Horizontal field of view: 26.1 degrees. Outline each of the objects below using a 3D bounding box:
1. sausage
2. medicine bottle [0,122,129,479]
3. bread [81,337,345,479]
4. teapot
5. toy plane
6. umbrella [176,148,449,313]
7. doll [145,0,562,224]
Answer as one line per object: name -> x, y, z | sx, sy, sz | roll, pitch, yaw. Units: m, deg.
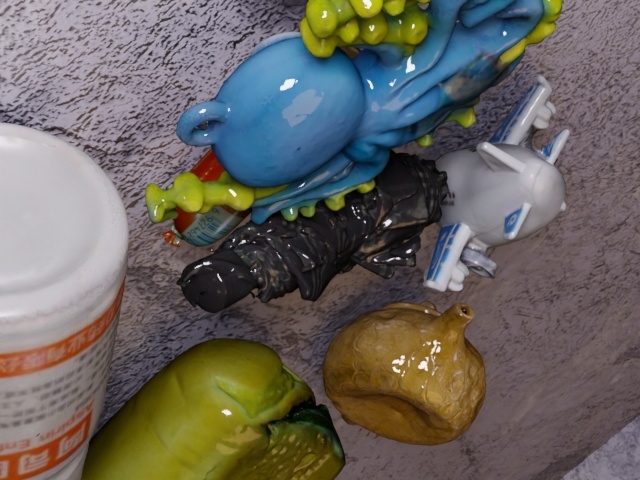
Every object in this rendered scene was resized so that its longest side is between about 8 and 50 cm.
sausage -> -0.058, -0.085, 1.287 | 0.264, 0.083, 0.083 | -44, 151, 18
medicine bottle -> -0.282, 0.096, 1.168 | 0.211, 0.211, 0.371 | -19, 147, -29
bread -> -0.158, 0.271, 1.579 | 0.376, 0.208, 0.251 | -45, 141, 17
teapot -> 0.110, 0.154, 1.767 | 0.311, 0.203, 0.167 | -42, -157, 59
toy plane -> 0.186, -0.056, 1.494 | 0.267, 0.122, 0.267 | -57, -172, 13
umbrella -> 0.011, -0.002, 1.347 | 0.154, 0.128, 0.336 | -16, -172, 32
doll -> 0.032, -0.133, 1.154 | 0.341, 0.099, 0.346 | -18, 159, -32
